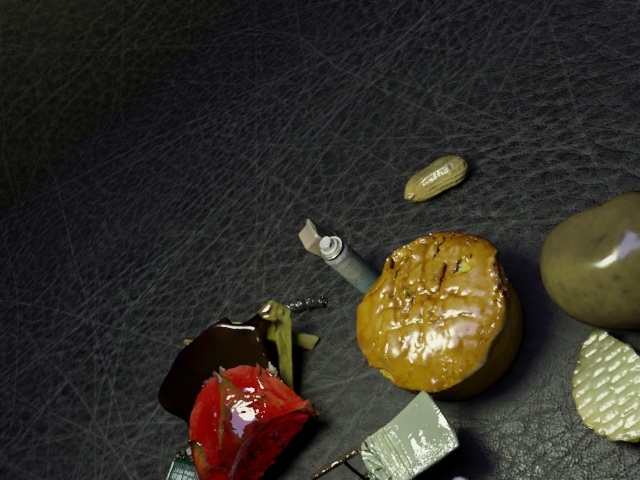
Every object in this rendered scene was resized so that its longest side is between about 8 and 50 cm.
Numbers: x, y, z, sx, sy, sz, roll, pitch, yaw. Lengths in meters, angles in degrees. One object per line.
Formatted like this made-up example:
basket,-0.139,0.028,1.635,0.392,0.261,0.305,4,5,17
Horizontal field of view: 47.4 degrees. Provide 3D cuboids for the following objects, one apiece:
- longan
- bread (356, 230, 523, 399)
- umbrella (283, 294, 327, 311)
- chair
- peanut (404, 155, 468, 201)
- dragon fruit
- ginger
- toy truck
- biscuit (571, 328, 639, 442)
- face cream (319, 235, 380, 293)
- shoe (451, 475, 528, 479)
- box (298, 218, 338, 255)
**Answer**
longan,0.620,0.043,1.475,0.350,0.288,0.288,-20,50,41
bread,0.282,0.173,1.679,0.398,0.215,0.397,-20,49,25
umbrella,-0.049,0.179,2.056,0.144,0.037,0.040,-13,53,29
chair,0.159,0.492,1.572,0.319,0.186,0.160,-36,43,2
peanut,0.310,-0.169,1.983,0.194,0.083,0.093,-27,47,21
dragon fruit,-0.212,0.450,1.777,0.282,0.100,0.343,40,91,21
ginger,-0.196,0.369,1.947,0.414,0.211,0.358,-35,86,15
toy truck,-0.281,0.615,1.901,0.259,0.088,0.121,-2,59,38
biscuit,0.589,0.302,1.438,0.187,0.036,0.273,-54,28,10
face cream,0.071,0.059,1.907,0.075,0.229,0.075,-20,51,27
shoe,0.374,0.526,1.453,0.245,0.095,0.137,30,78,42
box,0.000,0.000,2.088,0.062,0.122,0.089,-48,43,17
